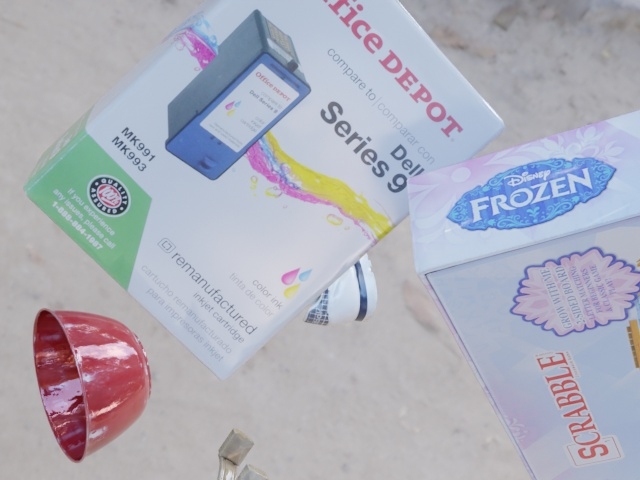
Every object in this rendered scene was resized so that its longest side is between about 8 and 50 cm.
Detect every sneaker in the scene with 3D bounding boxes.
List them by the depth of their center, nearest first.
[{"bbox_3d":[0.000,0.000,1.619,0.095,0.090,0.235,-6,59,-17],"label":"sneaker"}]

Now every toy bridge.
[{"bbox_3d":[-0.074,0.242,1.183,0.026,0.063,0.188,32,6,-20],"label":"toy bridge"}]

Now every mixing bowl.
[{"bbox_3d":[-0.258,0.156,1.461,0.098,0.181,0.181,-12,59,-29],"label":"mixing bowl"}]

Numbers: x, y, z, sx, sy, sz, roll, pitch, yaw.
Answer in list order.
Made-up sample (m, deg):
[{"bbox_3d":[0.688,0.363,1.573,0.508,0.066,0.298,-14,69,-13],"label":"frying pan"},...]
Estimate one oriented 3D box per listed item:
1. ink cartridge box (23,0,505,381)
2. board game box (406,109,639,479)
[{"bbox_3d":[-0.030,-0.054,0.694,0.154,0.212,0.093,47,7,-14],"label":"ink cartridge box"},{"bbox_3d":[0.245,0.044,0.652,0.318,0.318,0.066,59,21,-45],"label":"board game box"}]
